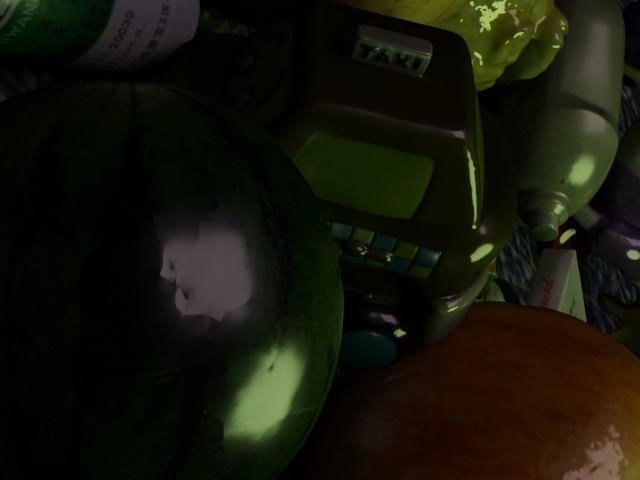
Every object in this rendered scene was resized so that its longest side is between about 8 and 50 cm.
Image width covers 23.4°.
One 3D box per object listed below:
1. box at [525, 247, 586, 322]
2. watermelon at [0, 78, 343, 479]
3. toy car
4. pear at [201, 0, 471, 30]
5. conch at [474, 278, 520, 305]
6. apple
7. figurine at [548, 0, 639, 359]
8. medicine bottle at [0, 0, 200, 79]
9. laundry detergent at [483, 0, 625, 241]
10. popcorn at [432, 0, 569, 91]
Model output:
[{"bbox_3d":[0.204,0.141,1.311,0.139,0.035,0.245,-67,151,-44],"label":"box"},{"bbox_3d":[-0.108,0.038,0.792,0.242,0.242,0.242,29,53,-46],"label":"watermelon"},{"bbox_3d":[0.008,-0.058,0.955,0.247,0.198,0.204,12,49,-10],"label":"toy car"},{"bbox_3d":[0.012,-0.279,1.062,0.314,0.314,0.314,29,53,-46],"label":"pear"},{"bbox_3d":[0.138,0.088,1.285,0.106,0.079,0.170,-64,143,-39],"label":"conch"},{"bbox_3d":[0.124,0.180,1.049,0.286,0.233,0.286,-4,95,-59],"label":"apple"},{"bbox_3d":[0.319,-0.014,1.475,0.154,0.193,0.421,7,86,-61],"label":"figurine"},{"bbox_3d":[-0.185,-0.155,0.905,0.260,0.095,0.095,4,72,-53],"label":"medicine bottle"},{"bbox_3d":[0.198,-0.107,1.371,0.091,0.181,0.253,21,54,-20],"label":"laundry detergent"},{"bbox_3d":[0.119,-0.225,1.295,0.216,0.181,0.235,12,66,-53],"label":"popcorn"}]
